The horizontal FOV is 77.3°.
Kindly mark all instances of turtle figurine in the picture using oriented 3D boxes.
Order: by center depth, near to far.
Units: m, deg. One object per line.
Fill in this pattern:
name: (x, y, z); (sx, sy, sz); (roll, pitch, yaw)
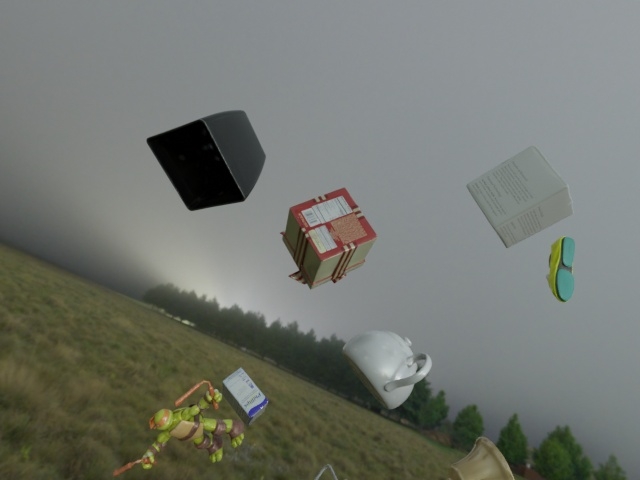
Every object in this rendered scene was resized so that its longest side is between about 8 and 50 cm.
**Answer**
turtle figurine: (-0.290, 0.416, 0.870); (0.217, 0.269, 0.087); (44, -2, -37)

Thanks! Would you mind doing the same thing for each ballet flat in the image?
ballet flat: (0.769, 0.096, 1.289); (0.077, 0.230, 0.077); (23, -21, -12)

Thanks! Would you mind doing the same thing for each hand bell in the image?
hand bell: (0.213, 0.458, 0.729); (0.242, 0.126, 0.126); (-11, -14, -10)

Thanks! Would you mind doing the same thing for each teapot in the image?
teapot: (0.203, 0.363, 1.209); (0.256, 0.187, 0.252); (45, -15, 35)

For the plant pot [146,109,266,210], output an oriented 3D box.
plant pot: (-0.236, -0.197, 0.917); (0.188, 0.167, 0.188); (-5, -59, 34)

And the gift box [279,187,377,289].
gift box: (0.000, 0.000, 1.382); (0.277, 0.255, 0.258); (-18, -24, -19)

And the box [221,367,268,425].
box: (-0.234, 0.481, 1.228); (0.137, 0.072, 0.126); (45, -34, 18)

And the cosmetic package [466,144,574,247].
cosmetic package: (0.506, -0.106, 1.016); (0.184, 0.151, 0.151); (-33, -37, 20)

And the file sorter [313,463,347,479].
file sorter: (0.077, 0.730, 0.983); (0.278, 0.192, 0.173); (40, -12, -5)
